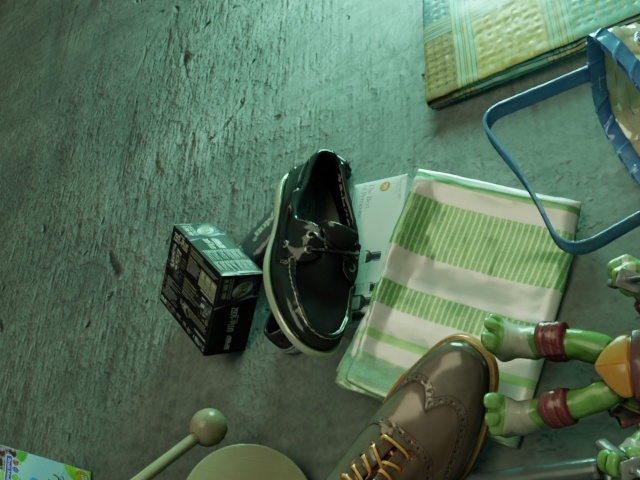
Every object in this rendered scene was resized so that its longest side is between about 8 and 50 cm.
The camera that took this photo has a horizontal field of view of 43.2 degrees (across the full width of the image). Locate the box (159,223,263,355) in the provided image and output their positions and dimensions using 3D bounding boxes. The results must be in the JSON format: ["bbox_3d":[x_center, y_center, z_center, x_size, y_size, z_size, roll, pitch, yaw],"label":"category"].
[{"bbox_3d":[-0.180,0.075,1.304,0.180,0.078,0.147,39,123,46],"label":"box"}]

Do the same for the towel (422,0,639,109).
[{"bbox_3d":[0.327,-0.369,1.254,0.370,0.040,0.271,-19,52,32],"label":"towel"}]

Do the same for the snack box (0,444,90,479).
[{"bbox_3d":[-0.460,0.427,1.257,0.070,0.207,0.174,-28,50,22],"label":"snack box"}]

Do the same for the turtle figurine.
[{"bbox_3d":[0.278,0.125,0.806,0.266,0.275,0.197,-14,99,39],"label":"turtle figurine"}]

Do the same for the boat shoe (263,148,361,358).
[{"bbox_3d":[0.004,0.001,1.127,0.113,0.127,0.340,-47,27,36],"label":"boat shoe"}]

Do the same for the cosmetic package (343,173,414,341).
[{"bbox_3d":[0.086,0.024,1.178,0.099,0.060,0.239,-9,58,34],"label":"cosmetic package"}]

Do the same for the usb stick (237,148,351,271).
[{"bbox_3d":[-0.057,-0.037,1.344,0.278,0.045,0.077,-47,45,5],"label":"usb stick"}]

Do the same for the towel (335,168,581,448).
[{"bbox_3d":[0.181,0.072,1.044,0.248,0.038,0.324,14,72,25],"label":"towel"}]

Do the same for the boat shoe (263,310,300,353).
[{"bbox_3d":[-0.019,0.059,1.230,0.080,0.076,0.228,21,78,44],"label":"boat shoe"}]

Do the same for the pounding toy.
[{"bbox_3d":[-0.125,0.363,1.089,0.237,0.110,0.183,39,55,12],"label":"pounding toy"}]

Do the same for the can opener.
[{"bbox_3d":[0.278,0.261,0.857,0.280,0.093,0.074,-21,53,34],"label":"can opener"}]

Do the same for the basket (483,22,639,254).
[{"bbox_3d":[0.363,-0.132,0.952,0.289,0.201,0.254,-29,49,9],"label":"basket"}]

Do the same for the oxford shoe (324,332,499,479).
[{"bbox_3d":[0.083,0.269,0.929,0.130,0.133,0.363,33,98,23],"label":"oxford shoe"}]
